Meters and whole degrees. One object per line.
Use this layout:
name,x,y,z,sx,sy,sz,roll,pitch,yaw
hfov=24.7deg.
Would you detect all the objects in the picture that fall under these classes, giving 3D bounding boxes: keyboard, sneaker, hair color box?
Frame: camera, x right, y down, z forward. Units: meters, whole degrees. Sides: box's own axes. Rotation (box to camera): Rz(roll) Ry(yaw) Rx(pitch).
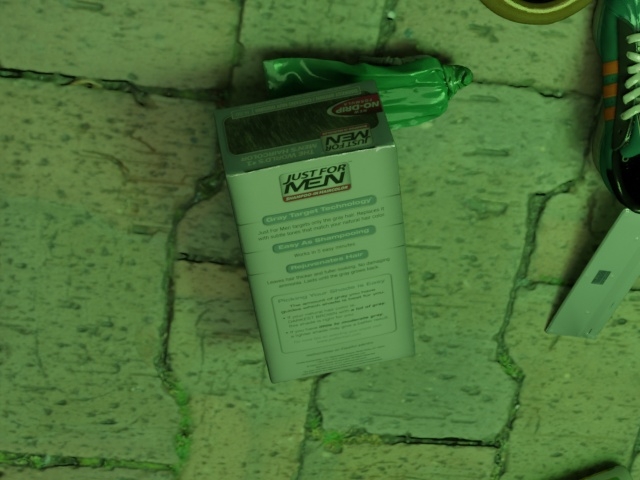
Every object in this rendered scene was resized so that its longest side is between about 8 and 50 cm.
keyboard,0.366,0.047,1.864,0.072,0.014,0.256,11,138,-10
sneaker,0.377,-0.169,1.687,0.108,0.121,0.302,-9,125,-4
hair color box,0.000,0.000,1.704,0.185,0.113,0.374,-11,138,-2

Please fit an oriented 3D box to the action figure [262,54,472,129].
action figure,0.059,-0.167,1.671,0.232,0.063,0.137,-9,124,2

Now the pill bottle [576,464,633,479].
pill bottle,0.343,0.423,2.085,0.246,0.136,0.136,-21,125,6

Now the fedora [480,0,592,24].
fedora,0.234,-0.332,1.575,0.194,0.079,0.194,-4,119,-7
